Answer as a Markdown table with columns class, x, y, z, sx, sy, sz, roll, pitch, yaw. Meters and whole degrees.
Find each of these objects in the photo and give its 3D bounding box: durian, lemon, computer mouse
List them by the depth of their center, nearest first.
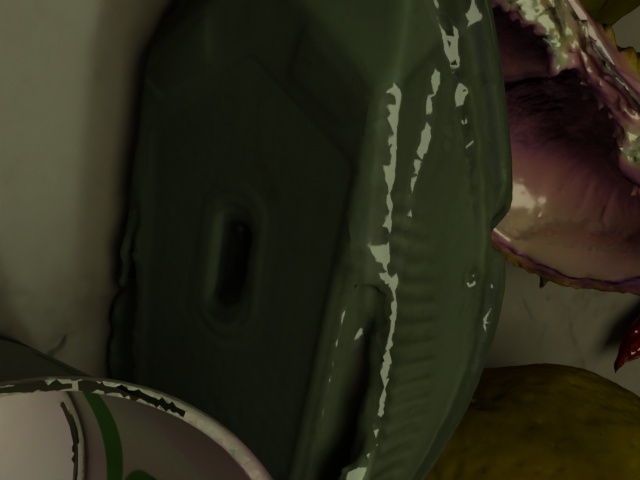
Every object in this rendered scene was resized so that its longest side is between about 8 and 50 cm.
| class | x | y | z | sx | sy | sz | roll | pitch | yaw |
| --- | --- | --- | --- | --- | --- | --- | --- | --- | --- |
| computer mouse | 0.003 | -0.002 | 0.688 | 0.145 | 0.228 | 0.429 | 0 | 102 | -39 |
| lemon | 0.139 | 0.212 | 0.777 | 0.293 | 0.293 | 0.293 | -6 | 104 | -28 |
| durian | 0.136 | -0.099 | 0.778 | 0.341 | 0.191 | 0.112 | 45 | 56 | -17 |

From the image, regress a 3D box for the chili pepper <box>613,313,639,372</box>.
| class | x | y | z | sx | sy | sz | roll | pitch | yaw |
| --- | --- | --- | --- | --- | --- | --- | --- | --- | --- |
| chili pepper | 0.329 | 0.032 | 0.973 | 0.268 | 0.059 | 0.050 | -25 | 73 | -19 |

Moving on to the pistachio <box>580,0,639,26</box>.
| class | x | y | z | sx | sy | sz | roll | pitch | yaw |
| --- | --- | --- | --- | --- | --- | --- | --- | --- | --- |
| pistachio | 0.189 | -0.212 | 0.810 | 0.110 | 0.100 | 0.189 | 11 | 94 | -26 |

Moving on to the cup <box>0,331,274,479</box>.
| class | x | y | z | sx | sy | sz | roll | pitch | yaw |
| --- | --- | --- | --- | --- | --- | --- | --- | --- | --- |
| cup | -0.173 | 0.158 | 0.593 | 0.253 | 0.274 | 0.253 | -5 | 101 | -28 |
